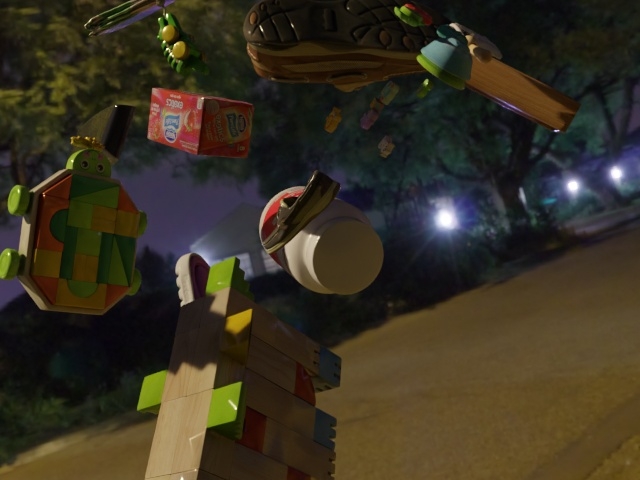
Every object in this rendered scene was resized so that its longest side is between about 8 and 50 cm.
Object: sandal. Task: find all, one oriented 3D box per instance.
[{"bbox_3d":[-0.208,0.204,1.600,0.102,0.416,0.169,-28,-16,16],"label":"sandal"}]

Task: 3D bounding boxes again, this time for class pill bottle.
[{"bbox_3d":[0.000,0.000,1.842,0.229,0.229,0.407,-13,15,-16],"label":"pill bottle"}]

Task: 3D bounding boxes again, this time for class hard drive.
[{"bbox_3d":[-0.558,-0.241,1.844,0.054,0.172,0.254,28,-27,-34],"label":"hard drive"}]

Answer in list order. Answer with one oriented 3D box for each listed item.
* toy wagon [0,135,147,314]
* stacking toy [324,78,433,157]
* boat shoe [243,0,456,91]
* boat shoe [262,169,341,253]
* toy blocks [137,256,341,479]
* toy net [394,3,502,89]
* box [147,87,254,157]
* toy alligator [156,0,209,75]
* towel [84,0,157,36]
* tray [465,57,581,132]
[{"bbox_3d":[-0.457,-0.035,1.414,0.267,0.345,0.068,12,-10,-44],"label":"toy wagon"},{"bbox_3d":[0.134,-0.309,1.690,0.167,0.052,0.221,23,-59,-22],"label":"stacking toy"},{"bbox_3d":[0.046,-0.294,1.130,0.323,0.123,0.120,4,-33,-1],"label":"boat shoe"},{"bbox_3d":[-0.052,-0.061,1.525,0.223,0.073,0.080,-42,11,29],"label":"boat shoe"},{"bbox_3d":[-0.083,0.253,0.978,0.190,0.382,0.261,-22,-44,33],"label":"toy blocks"},{"bbox_3d":[0.162,-0.249,0.941,0.045,0.122,0.232,-58,-12,25],"label":"toy net"},{"bbox_3d":[-0.270,-0.262,1.640,0.128,0.123,0.257,-1,14,-38],"label":"box"},{"bbox_3d":[-0.243,-0.329,1.214,0.051,0.190,0.056,-40,-20,18],"label":"toy alligator"},{"bbox_3d":[-0.362,-0.559,1.691,0.324,0.038,0.248,-24,17,10],"label":"towel"},{"bbox_3d":[0.361,-0.363,1.628,0.076,0.410,0.203,-62,-7,13],"label":"tray"}]
